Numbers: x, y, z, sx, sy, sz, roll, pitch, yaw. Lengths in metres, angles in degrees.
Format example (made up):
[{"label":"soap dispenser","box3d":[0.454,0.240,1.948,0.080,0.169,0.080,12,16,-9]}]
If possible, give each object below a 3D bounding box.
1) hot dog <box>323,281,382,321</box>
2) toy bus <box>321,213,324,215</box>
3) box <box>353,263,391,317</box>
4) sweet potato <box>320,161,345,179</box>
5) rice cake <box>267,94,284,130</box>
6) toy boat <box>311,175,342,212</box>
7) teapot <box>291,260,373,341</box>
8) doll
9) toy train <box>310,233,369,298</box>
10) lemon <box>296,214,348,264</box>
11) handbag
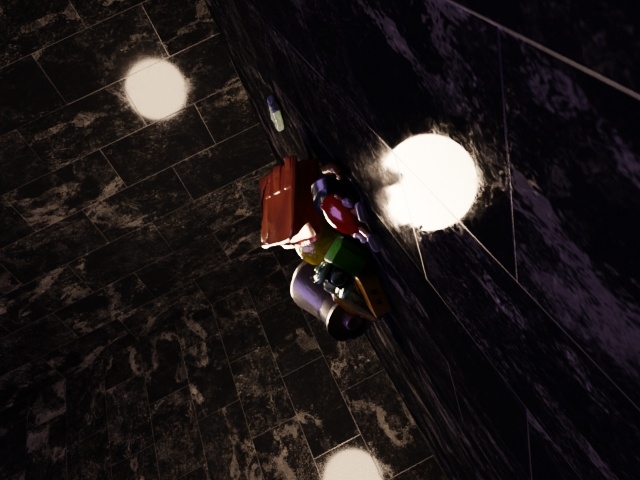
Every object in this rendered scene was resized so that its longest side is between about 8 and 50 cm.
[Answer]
[{"label":"hot dog","box3d":[0.128,0.233,2.082,0.270,0.082,0.162,33,-172,-20]},{"label":"toy bus","box3d":[-0.055,-0.161,2.247,0.297,0.131,0.106,71,174,-58]},{"label":"box","box3d":[0.163,0.152,1.948,0.152,0.070,0.237,65,174,-25]},{"label":"sweet potato","box3d":[0.035,-0.194,1.493,0.044,0.044,0.179,64,169,-18]},{"label":"rice cake","box3d":[-0.182,-0.516,2.212,0.222,0.042,0.080,84,163,-82]},{"label":"toy boat","box3d":[0.019,-0.147,1.636,0.246,0.092,0.103,79,-175,-76]},{"label":"teapot","box3d":[0.069,0.213,2.341,0.362,0.305,0.376,47,136,46]},{"label":"doll","box3d":[0.079,-0.064,1.510,0.217,0.085,0.183,26,148,54]},{"label":"toy train","box3d":[0.067,0.085,1.815,0.132,0.188,0.243,31,179,-6]},{"label":"lemon","box3d":[0.000,0.000,2.071,0.231,0.192,0.192,-11,111,45]},{"label":"handbag","box3d":[-0.116,-0.127,1.953,0.410,0.116,0.304,168,102,-67]}]
